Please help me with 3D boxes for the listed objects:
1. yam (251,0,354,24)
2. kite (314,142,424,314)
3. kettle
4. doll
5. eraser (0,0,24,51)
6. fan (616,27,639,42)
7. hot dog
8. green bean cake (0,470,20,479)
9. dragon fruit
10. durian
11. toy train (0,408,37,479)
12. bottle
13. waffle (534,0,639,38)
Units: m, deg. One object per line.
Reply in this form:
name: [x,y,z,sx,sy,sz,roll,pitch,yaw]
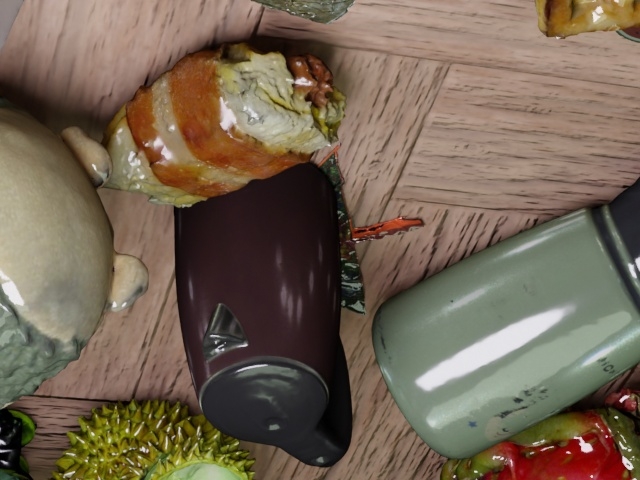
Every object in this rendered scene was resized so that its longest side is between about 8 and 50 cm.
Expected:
yam: [-0.037,-0.220,1.201,0.183,0.107,0.107,18,133,-25]
kite: [0.000,0.000,1.529,0.189,0.009,0.232,-11,140,4]
kettle: [-0.042,0.069,1.420,0.144,0.232,0.202,-20,134,17]
doll: [-0.304,0.041,1.286,0.349,0.247,0.247,-29,135,21]
eraser: [-0.322,-0.128,1.233,0.210,0.124,0.068,-25,117,19]
fan: [0.255,-0.199,1.345,0.085,0.005,0.133,-35,133,29]
hot dog: [-0.084,-0.095,1.342,0.213,0.103,0.146,-17,161,24]
green bean cake: [-0.409,0.249,1.532,0.308,0.169,0.300,5,125,21]
dragon fruit: [0.247,0.278,1.737,0.231,0.237,0.302,0,133,-42]
durian: [-0.175,0.258,1.658,0.176,0.200,0.237,30,128,23]
toy train: [-0.365,0.266,1.707,0.161,0.100,0.296,4,137,-10]
bottle: [0.227,0.057,1.522,0.347,0.168,0.168,-29,136,15]
waffle: [0.295,-0.263,1.213,0.308,0.091,0.213,-9,138,-1]
